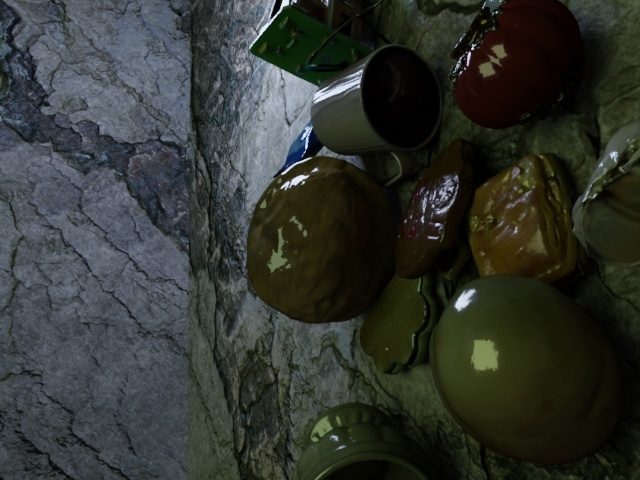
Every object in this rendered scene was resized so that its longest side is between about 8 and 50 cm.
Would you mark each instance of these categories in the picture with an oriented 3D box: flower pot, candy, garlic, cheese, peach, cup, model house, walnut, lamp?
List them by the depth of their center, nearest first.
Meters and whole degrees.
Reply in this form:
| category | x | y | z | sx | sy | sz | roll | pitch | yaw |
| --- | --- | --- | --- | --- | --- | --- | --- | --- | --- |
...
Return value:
| category | x | y | z | sx | sy | sz | roll | pitch | yaw |
| --- | --- | --- | --- | --- | --- | --- | --- | --- | --- |
| garlic | 0.429 | -0.084 | 0.780 | 0.229 | 0.178 | 0.143 | -54 | 23 | 37 |
| peach | 0.295 | 0.196 | 0.880 | 0.292 | 0.247 | 0.292 | 48 | 149 | 43 |
| lamp | 0.326 | -0.289 | 0.970 | 0.227 | 0.226 | 0.227 | -18 | 70 | 60 |
| flower pot | 0.086 | 0.488 | 1.207 | 0.244 | 0.307 | 0.308 | -106 | 28 | -73 |
| cheese | 0.251 | 0.005 | 1.228 | 0.086 | 0.036 | 0.162 | -67 | 33 | 28 |
| cup | 0.141 | -0.284 | 1.356 | 0.208 | 0.288 | 0.273 | -52 | 22 | -16 |
| walnut | -0.005 | 0.013 | 1.396 | 0.383 | 0.383 | 0.384 | -18 | 70 | 60 |
| candy | 0.003 | -0.295 | 1.554 | 0.331 | 0.077 | 0.187 | -55 | 14 | -27 |
| model house | -0.035 | -0.591 | 1.613 | 0.340 | 0.300 | 0.324 | -28 | 51 | 51 |

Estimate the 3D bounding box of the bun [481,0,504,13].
| category | x | y | z | sx | sy | sz | roll | pitch | yaw |
| --- | --- | --- | --- | --- | --- | --- | --- | --- | --- |
| bun | 0.343 | -0.434 | 1.122 | 0.083 | 0.045 | 0.083 | -9 | 80 | 63 |

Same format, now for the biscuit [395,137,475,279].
| category | x | y | z | sx | sy | sz | roll | pitch | yaw |
| --- | --- | --- | --- | --- | --- | --- | --- | --- | --- |
| biscuit | 0.220 | -0.060 | 1.173 | 0.257 | 0.049 | 0.273 | 129 | 159 | -58 |

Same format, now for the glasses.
| category | x | y | z | sx | sy | sz | roll | pitch | yaw |
| --- | --- | --- | --- | --- | --- | --- | --- | --- | --- |
| glasses | 0.077 | -0.479 | 1.385 | 0.102 | 0.239 | 0.207 | -107 | 9 | -45 |

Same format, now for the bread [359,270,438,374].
| category | x | y | z | sx | sy | sz | roll | pitch | yaw |
| --- | --- | --- | --- | --- | --- | --- | --- | --- | --- |
| bread | 0.181 | 0.190 | 1.304 | 0.286 | 0.056 | 0.207 | -59 | 34 | 39 |

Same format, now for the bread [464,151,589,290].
| category | x | y | z | sx | sy | sz | roll | pitch | yaw |
| --- | --- | --- | --- | --- | --- | --- | --- | --- | --- |
| bread | 0.338 | -0.013 | 1.000 | 0.210 | 0.099 | 0.235 | -42 | 48 | 51 |
